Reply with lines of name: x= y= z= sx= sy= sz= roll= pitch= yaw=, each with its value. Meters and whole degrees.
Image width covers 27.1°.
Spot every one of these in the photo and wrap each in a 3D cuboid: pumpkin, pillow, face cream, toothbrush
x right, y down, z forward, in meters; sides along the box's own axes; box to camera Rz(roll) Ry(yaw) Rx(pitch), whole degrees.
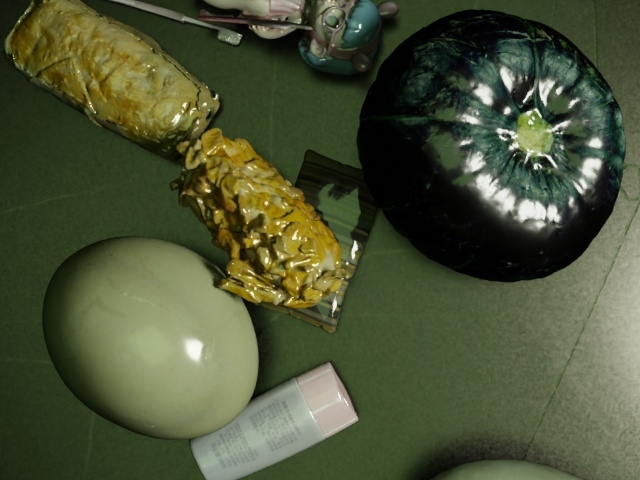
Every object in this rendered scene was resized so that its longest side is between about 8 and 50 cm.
pumpkin: x=0.188 y=-0.107 z=1.521 sx=0.315 sy=0.238 sz=0.315 roll=0 pitch=91 yaw=-15
pillow: x=0.000 y=0.000 z=1.619 sx=0.113 sy=0.038 sz=0.203 roll=21 pitch=89 yaw=9
face cream: x=-0.058 y=0.225 z=1.605 sx=0.198 sy=0.057 sz=0.084 roll=-26 pitch=87 yaw=0
toothbrush: x=-0.190 y=-0.280 z=1.653 sx=0.194 sy=0.014 sz=0.017 roll=20 pitch=89 yaw=4

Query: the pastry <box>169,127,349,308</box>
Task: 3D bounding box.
pastry: x=-0.072 y=-0.017 z=1.541 sx=0.102 sy=0.154 sz=0.250 roll=-49 pitch=65 yaw=24

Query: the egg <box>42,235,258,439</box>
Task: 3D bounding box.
egg: x=-0.195 y=0.111 z=1.536 sx=0.269 sy=0.219 sz=0.219 roll=31 pitch=90 yaw=-1

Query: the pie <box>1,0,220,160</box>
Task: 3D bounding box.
pie: x=-0.264 y=-0.210 z=1.630 sx=0.282 sy=0.068 sz=0.128 roll=33 pitch=89 yaw=8

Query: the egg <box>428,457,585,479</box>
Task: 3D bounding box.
egg: x=0.248 y=0.389 z=1.481 sx=0.352 sy=0.258 sz=0.258 roll=26 pitch=89 yaw=1

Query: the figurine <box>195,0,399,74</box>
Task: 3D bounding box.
figurine: x=-0.036 y=-0.295 z=1.615 sx=0.260 sy=0.103 sz=0.205 roll=20 pitch=53 yaw=6
